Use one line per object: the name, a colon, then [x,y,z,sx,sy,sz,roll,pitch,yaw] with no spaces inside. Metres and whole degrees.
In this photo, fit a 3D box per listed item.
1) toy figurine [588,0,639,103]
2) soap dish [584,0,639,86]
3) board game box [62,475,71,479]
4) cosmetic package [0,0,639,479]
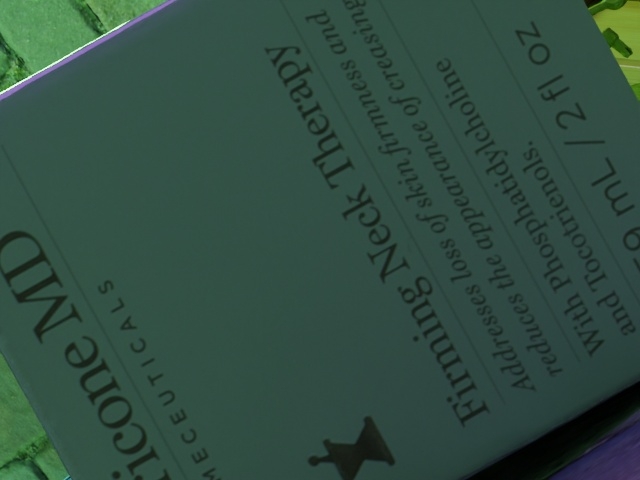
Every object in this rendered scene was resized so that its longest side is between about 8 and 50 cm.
toy figurine: [0.383,-0.205,1.655,0.362,0.191,0.217,-24,-9,-27]
soap dish: [0.351,-0.181,2.006,0.290,0.118,0.229,11,37,39]
board game box: [-0.197,0.294,1.947,0.211,0.160,0.039,-37,-1,9]
cosmetic package: [0.000,0.000,1.220,0.393,0.329,0.327,-29,0,-2]
